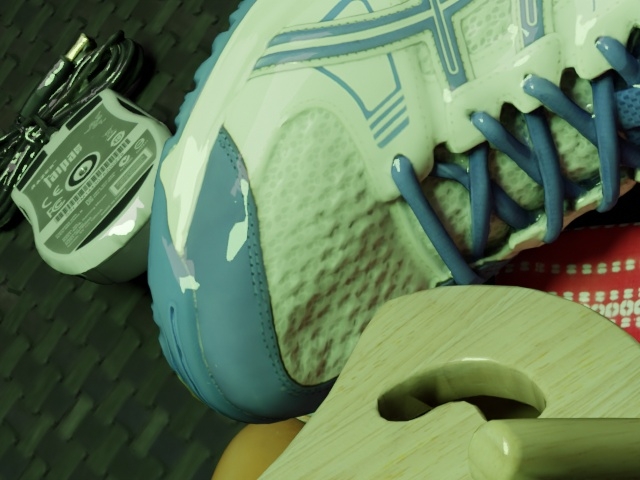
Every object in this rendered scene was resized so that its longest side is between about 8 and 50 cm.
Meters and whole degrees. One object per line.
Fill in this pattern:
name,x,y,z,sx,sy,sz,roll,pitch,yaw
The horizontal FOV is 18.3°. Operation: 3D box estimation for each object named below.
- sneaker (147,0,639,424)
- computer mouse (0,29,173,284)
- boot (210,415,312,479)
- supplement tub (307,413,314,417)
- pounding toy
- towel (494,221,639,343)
sneaker,0.073,-0.059,0.582,0.296,0.112,0.131,-50,42,-14
computer mouse,-0.091,-0.023,0.804,0.106,0.042,0.193,-46,27,1
boot,-0.054,0.112,0.572,0.073,0.152,0.197,-22,47,35
supplement tub,0.000,0.000,0.673,0.071,0.071,0.107,12,70,50
pounding toy,0.014,0.067,0.448,0.269,0.155,0.154,-24,35,-8
towel,0.095,0.109,0.520,0.199,0.031,0.275,-6,57,43
